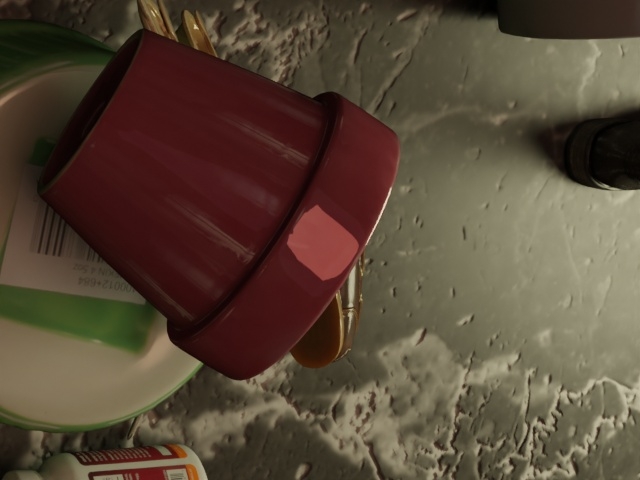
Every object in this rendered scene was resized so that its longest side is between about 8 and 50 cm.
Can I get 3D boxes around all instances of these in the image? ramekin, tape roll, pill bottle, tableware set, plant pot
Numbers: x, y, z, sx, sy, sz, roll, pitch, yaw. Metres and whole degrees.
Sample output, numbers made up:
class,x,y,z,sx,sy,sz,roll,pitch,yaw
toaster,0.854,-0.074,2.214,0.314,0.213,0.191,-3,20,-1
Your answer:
class,x,y,z,sx,sy,sz,roll,pitch,yaw
ramekin,-0.197,-0.006,1.247,0.303,0.148,0.303,-6,102,-31
tape roll,0.258,-0.218,1.455,0.219,0.219,0.072,-11,104,-30
pill bottle,-0.170,0.206,1.340,0.152,0.086,0.086,0,99,-32
tableware set,-0.116,-0.183,1.262,0.020,0.168,0.141,-23,84,10
plant pot,-0.077,-0.037,1.125,0.180,0.201,0.201,33,80,-17

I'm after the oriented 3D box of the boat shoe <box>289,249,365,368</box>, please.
class,x,y,z,sx,sy,sz,roll,pitch,yaw
boat shoe,0.000,0.000,1.427,0.073,0.073,0.207,-28,123,-66

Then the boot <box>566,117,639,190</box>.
class,x,y,z,sx,sy,sz,roll,pitch,yaw
boot,0.377,-0.070,1.550,0.263,0.229,0.091,-12,105,-30

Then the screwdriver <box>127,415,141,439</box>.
class,x,y,z,sx,sy,sz,roll,pitch,yaw
screwdriver,-0.120,0.084,1.393,0.025,0.024,0.170,13,99,-62
